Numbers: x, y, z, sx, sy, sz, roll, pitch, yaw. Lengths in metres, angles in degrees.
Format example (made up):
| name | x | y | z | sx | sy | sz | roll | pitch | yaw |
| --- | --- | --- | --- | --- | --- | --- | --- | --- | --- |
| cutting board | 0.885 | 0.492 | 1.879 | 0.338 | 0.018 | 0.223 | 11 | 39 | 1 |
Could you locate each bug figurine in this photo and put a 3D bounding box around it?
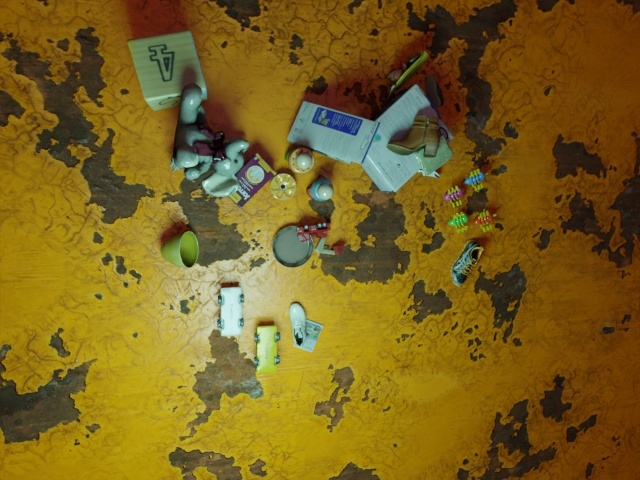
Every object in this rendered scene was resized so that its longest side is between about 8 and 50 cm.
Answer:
| name | x | y | z | sx | sy | sz | roll | pitch | yaw |
| --- | --- | --- | --- | --- | --- | --- | --- | --- | --- |
| bug figurine | 0.646 | -0.163 | 1.786 | 0.216 | 0.072 | 0.279 | -19 | 107 | -5 |

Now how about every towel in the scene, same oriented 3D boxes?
| name | x | y | z | sx | sy | sz | roll | pitch | yaw |
| --- | --- | --- | --- | --- | --- | --- | --- | --- | --- |
| towel | 0.439 | -0.329 | 1.582 | 0.148 | 0.027 | 0.110 | -37 | 107 | -8 |

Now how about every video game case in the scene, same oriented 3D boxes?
| name | x | y | z | sx | sy | sz | roll | pitch | yaw |
| --- | --- | --- | --- | --- | --- | --- | --- | --- | --- |
| video game case | -0.050 | 0.397 | 1.716 | 0.087 | 0.011 | 0.122 | 23 | 92 | -16 |

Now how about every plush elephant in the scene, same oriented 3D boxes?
| name | x | y | z | sx | sy | sz | roll | pitch | yaw |
| --- | --- | --- | --- | --- | --- | --- | --- | --- | --- |
| plush elephant | -0.361 | -0.305 | 1.398 | 0.255 | 0.330 | 0.272 | 6 | 70 | -24 |

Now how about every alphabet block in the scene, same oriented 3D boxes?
| name | x | y | z | sx | sy | sz | roll | pitch | yaw |
| --- | --- | --- | --- | --- | --- | --- | --- | --- | --- |
| alphabet block | -0.501 | -0.562 | 1.373 | 0.197 | 0.192 | 0.193 | -16 | 100 | -11 |

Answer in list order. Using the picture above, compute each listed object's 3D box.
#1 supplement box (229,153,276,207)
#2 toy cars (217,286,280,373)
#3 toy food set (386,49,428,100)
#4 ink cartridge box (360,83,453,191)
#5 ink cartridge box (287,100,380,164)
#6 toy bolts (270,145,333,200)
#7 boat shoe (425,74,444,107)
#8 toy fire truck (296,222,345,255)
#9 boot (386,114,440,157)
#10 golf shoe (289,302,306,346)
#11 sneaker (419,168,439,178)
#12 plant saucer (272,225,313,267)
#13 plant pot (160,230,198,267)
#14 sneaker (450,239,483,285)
| name | x | y | z | sx | sy | sz | roll | pitch | yaw |
| --- | --- | --- | --- | --- | --- | --- | --- | --- | --- |
| supplement box | -0.270 | -0.223 | 1.536 | 0.188 | 0.081 | 0.104 | -45 | 106 | -4 |
| toy cars | -0.283 | 0.346 | 1.615 | 0.176 | 0.087 | 0.394 | -42 | 102 | -11 |
| toy food set | 0.321 | -0.667 | 1.613 | 0.218 | 0.128 | 0.071 | -44 | 85 | 0 |
| ink cartridge box | 0.330 | -0.416 | 1.627 | 0.395 | 0.151 | 0.270 | -42 | 107 | -4 |
| ink cartridge box | 0.050 | -0.389 | 1.505 | 0.332 | 0.065 | 0.165 | 25 | 91 | 25 |
| toy bolts | -0.059 | -0.214 | 1.545 | 0.228 | 0.158 | 0.218 | 37 | 92 | -19 |
| boat shoe | 0.471 | -0.614 | 1.694 | 0.042 | 0.049 | 0.133 | -25 | 97 | -38 |
| toy fire truck | 0.000 | 0.000 | 1.630 | 0.192 | 0.047 | 0.135 | -9 | 87 | -34 |
| boot | 0.346 | -0.395 | 1.530 | 0.197 | 0.073 | 0.152 | 7 | 85 | -6 |
| golf shoe | -0.087 | 0.341 | 1.654 | 0.069 | 0.086 | 0.176 | -10 | 93 | -2 |
| sneaker | 0.454 | -0.288 | 1.741 | 0.109 | 0.040 | 0.044 | 27 | 107 | -13 |
| plant saucer | -0.111 | 0.025 | 1.639 | 0.168 | 0.029 | 0.168 | -2 | 97 | -14 |
| plant pot | -0.519 | 0.034 | 1.494 | 0.095 | 0.134 | 0.134 | 0 | 99 | 11 |
| sneaker | 0.649 | 0.101 | 1.819 | 0.084 | 0.083 | 0.215 | 20 | 94 | -18 |
